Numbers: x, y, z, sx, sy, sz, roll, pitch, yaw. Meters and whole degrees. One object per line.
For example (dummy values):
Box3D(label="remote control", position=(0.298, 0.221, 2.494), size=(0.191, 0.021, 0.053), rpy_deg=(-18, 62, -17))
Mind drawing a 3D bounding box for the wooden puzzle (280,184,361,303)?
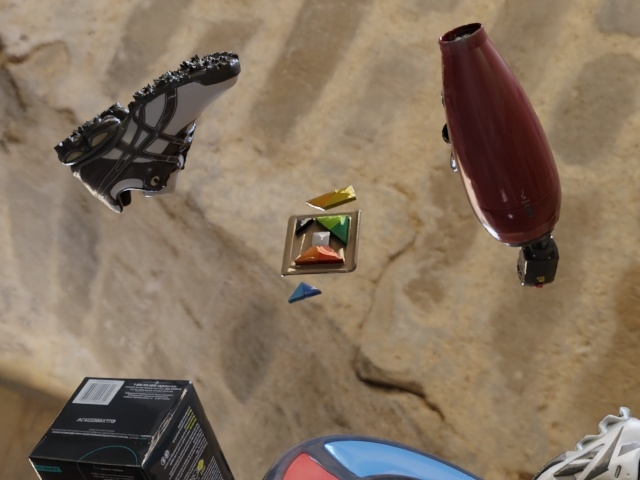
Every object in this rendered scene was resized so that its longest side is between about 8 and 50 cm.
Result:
Box3D(label="wooden puzzle", position=(0.000, 0.000, 0.869), size=(0.014, 0.078, 0.116), rpy_deg=(62, 20, -50))

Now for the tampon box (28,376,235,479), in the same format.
Box3D(label="tampon box", position=(-0.158, 0.215, 0.856), size=(0.101, 0.120, 0.161), rpy_deg=(-62, 143, -49))

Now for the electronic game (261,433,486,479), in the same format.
Box3D(label="electronic game", position=(0.073, 0.162, 0.418), size=(0.048, 0.229, 0.229), rpy_deg=(-60, -166, 15))

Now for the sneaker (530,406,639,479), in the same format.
Box3D(label="sneaker", position=(0.468, 0.430, 1.640), size=(0.330, 0.122, 0.146), rpy_deg=(-38, -139, -13))

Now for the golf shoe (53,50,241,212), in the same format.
Box3D(label="golf shoe", position=(-0.134, -0.093, 0.836), size=(0.198, 0.094, 0.077), rpy_deg=(-25, -166, 30))

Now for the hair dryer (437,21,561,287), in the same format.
Box3D(label="hair dryer", position=(0.136, -0.085, 0.860), size=(0.223, 0.080, 0.293), rpy_deg=(59, -5, 26))
